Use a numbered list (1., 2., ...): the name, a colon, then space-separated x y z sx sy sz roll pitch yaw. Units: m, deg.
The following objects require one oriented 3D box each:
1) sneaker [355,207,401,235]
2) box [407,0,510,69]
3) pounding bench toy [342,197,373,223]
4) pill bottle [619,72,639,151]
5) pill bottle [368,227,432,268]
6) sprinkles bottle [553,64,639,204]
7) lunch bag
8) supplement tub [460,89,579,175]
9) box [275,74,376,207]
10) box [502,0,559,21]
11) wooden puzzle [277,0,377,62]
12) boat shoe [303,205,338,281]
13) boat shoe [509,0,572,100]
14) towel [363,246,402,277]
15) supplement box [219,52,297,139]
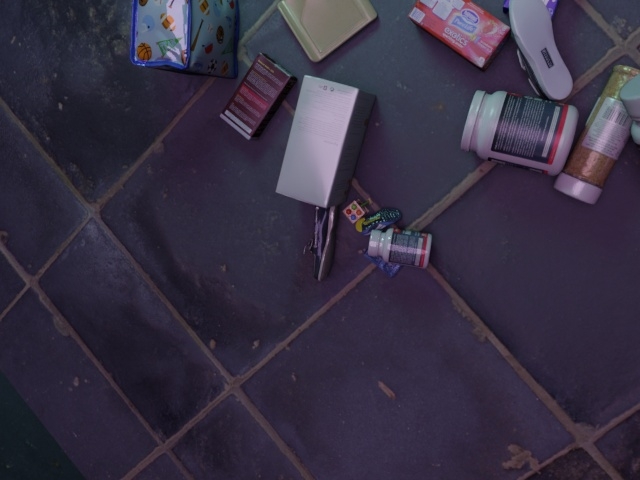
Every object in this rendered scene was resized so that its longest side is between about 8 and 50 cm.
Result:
1. sneaker: 0.180 -0.056 1.928 0.144 0.059 0.053 -18 60 6
2. box: 0.385 -0.593 1.736 0.256 0.122 0.128 38 108 9
3. pounding bench toy: 0.120 -0.100 1.930 0.083 0.065 0.052 -41 85 19
4. pill bottle: 0.903 -0.236 1.519 0.224 0.224 0.392 -31 107 20
5. pill bottle: 0.237 0.020 1.877 0.180 0.108 0.108 9 101 8
6. sprinkles bottle: 0.755 -0.277 1.668 0.121 0.121 0.356 26 105 12
7. lunch bag: -0.397 -0.696 1.869 0.238 0.328 0.386 9 103 15
8. supplement tub: 0.535 -0.295 1.699 0.272 0.191 0.191 16 103 14
9. box: 0.018 -0.289 1.855 0.168 0.215 0.346 19 103 15
10. box: 0.576 -0.666 1.690 0.137 0.072 0.126 20 103 15
11. wooden puzzle: 0.020 -0.689 1.886 0.238 0.044 0.221 -33 87 15
12. boat shoe: 0.000 0.000 1.967 0.079 0.095 0.255 11 104 16
13. boat shoe: 0.572 -0.513 1.681 0.108 0.102 0.301 -34 105 -7
14. towel: 0.196 0.055 1.949 0.119 0.029 0.067 40 107 9
15. supplement box: -0.195 -0.449 1.973 0.130 0.073 0.239 40 109 7
